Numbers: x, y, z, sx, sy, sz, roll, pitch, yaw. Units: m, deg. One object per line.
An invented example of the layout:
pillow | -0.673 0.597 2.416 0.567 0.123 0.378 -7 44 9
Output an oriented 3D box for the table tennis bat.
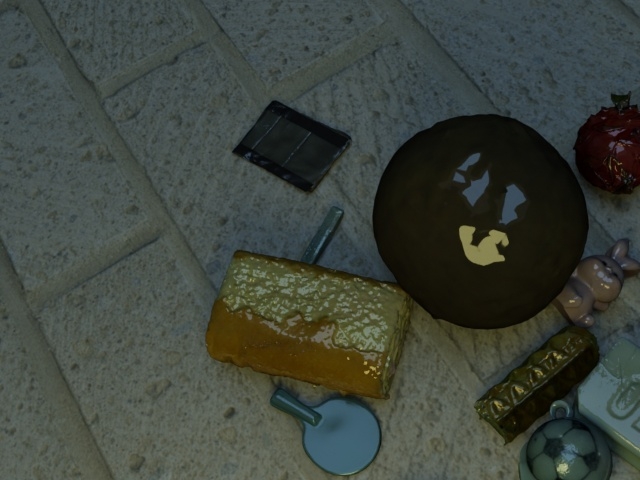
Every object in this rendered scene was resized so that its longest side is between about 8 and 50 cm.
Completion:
table tennis bat | 0.006 0.358 1.837 0.237 0.038 0.149 27 72 17

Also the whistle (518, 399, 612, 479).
whistle | 0.436 0.419 1.659 0.164 0.163 0.289 -5 63 8

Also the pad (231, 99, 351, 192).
pad | -0.066 -0.215 2.161 0.233 0.022 0.174 28 71 24

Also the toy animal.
toy animal | 0.543 0.068 1.845 0.212 0.124 0.124 -40 63 -7

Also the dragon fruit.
dragon fruit | 0.604 -0.188 1.941 0.172 0.172 0.209 6 72 13

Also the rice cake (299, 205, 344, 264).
rice cake | 0.001 0.000 2.029 0.033 0.029 0.170 25 69 18

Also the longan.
longan | 0.293 -0.031 1.776 0.404 0.436 0.403 0 86 -1

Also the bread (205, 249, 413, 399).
bread | -0.019 0.170 1.866 0.376 0.165 0.236 10 67 14

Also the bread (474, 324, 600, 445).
bread | 0.414 0.262 1.782 0.269 0.087 0.098 -38 62 -10

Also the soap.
soap | 0.610 0.329 1.706 0.289 0.095 0.173 38 75 25
